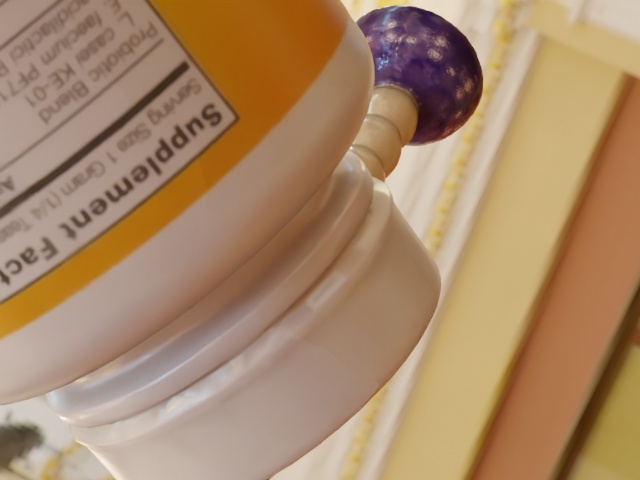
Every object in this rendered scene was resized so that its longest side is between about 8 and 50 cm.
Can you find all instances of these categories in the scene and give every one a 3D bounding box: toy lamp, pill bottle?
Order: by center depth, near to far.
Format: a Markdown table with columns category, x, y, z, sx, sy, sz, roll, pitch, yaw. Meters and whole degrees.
| category | x | y | z | sx | sy | sz | roll | pitch | yaw |
| --- | --- | --- | --- | --- | --- | --- | --- | --- | --- |
| pill bottle | -0.070 | -0.050 | 0.375 | 0.117 | 0.215 | 0.117 | -34 | 18 | 12 |
| toy lamp | 0.000 | 0.000 | 0.764 | 0.275 | 0.080 | 0.080 | -60 | -14 | -48 |
